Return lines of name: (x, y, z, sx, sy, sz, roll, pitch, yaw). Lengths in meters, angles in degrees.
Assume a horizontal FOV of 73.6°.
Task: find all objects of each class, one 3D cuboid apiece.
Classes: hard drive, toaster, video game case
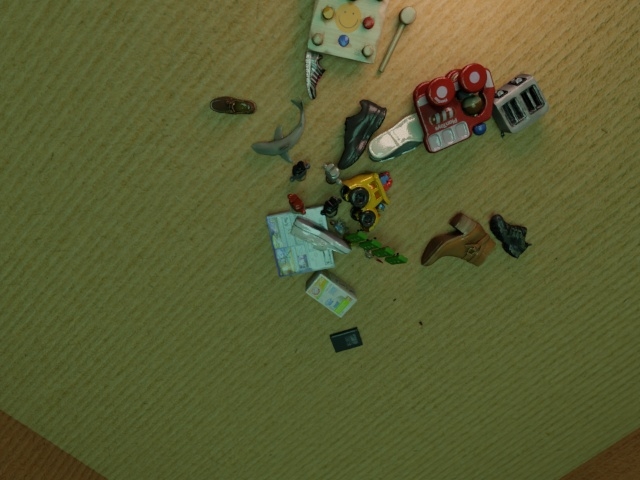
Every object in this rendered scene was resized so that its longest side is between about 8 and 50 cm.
hard drive: (0.120, 0.465, 1.994, 0.135, 0.022, 0.094, -18, 109, 6)
toaster: (0.736, -0.504, 1.608, 0.168, 0.110, 0.186, -33, 107, 12)
video game case: (-0.080, 0.002, 1.799, 0.244, 0.061, 0.270, -10, 104, 2)

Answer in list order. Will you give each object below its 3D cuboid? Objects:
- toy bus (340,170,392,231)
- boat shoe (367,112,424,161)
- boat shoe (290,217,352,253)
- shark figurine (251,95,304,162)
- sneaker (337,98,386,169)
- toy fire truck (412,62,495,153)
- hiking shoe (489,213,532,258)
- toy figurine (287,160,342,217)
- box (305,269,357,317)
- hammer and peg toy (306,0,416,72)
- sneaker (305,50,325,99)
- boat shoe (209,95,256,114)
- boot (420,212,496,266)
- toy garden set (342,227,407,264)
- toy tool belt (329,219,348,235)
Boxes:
toy bus: (0.209, -0.174, 1.718, 0.211, 0.149, 0.220, -29, 110, -7)
boat shoe: (0.325, -0.397, 1.659, 0.319, 0.099, 0.116, -27, 80, -7)
boat shoe: (0.000, 0.000, 1.729, 0.258, 0.095, 0.084, 29, 107, 4)
shark figurine: (-0.121, -0.401, 1.641, 0.166, 0.116, 0.278, 41, 106, -15)
sneaker: (0.136, -0.409, 1.654, 0.130, 0.109, 0.286, 32, 100, -1)
toy fire truck: (0.494, -0.484, 1.562, 0.302, 0.169, 0.254, -23, 106, -2)
hiking shoe: (0.801, -0.037, 1.799, 0.114, 0.086, 0.227, -39, 111, -2)
toy figurine: (-0.022, -0.196, 1.671, 0.212, 0.148, 0.210, 2, 80, 0)
box: (0.044, 0.220, 1.864, 0.203, 0.103, 0.114, 37, 105, -12)
hammer and peg toy: (0.148, -0.759, 1.504, 0.360, 0.127, 0.266, 12, 109, -4)
sneaker: (-0.017, -0.612, 1.586, 0.074, 0.063, 0.171, -3, 115, 0)
boat shoe: (-0.335, -0.512, 1.625, 0.177, 0.060, 0.064, 4, 110, -1)
boot: (0.585, 0.045, 1.817, 0.220, 0.109, 0.283, 36, 98, -16)
toy garden set: (0.212, 0.026, 1.771, 0.244, 0.203, 0.049, 29, 72, -18)
toy tool belt: (0.080, -0.063, 1.799, 0.051, 0.052, 0.083, -46, 110, -18)
